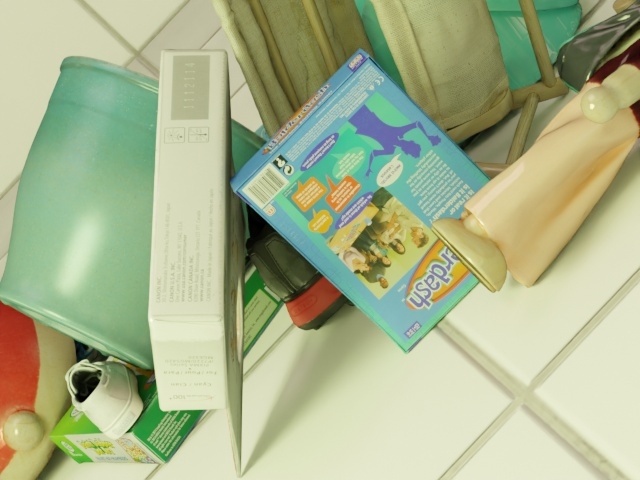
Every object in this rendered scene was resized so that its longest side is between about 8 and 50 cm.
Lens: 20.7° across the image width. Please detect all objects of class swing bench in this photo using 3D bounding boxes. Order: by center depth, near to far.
[{"bbox_3d":[0.062,-0.181,1.581,0.255,0.253,0.165,-6,35,23],"label":"swing bench"}]

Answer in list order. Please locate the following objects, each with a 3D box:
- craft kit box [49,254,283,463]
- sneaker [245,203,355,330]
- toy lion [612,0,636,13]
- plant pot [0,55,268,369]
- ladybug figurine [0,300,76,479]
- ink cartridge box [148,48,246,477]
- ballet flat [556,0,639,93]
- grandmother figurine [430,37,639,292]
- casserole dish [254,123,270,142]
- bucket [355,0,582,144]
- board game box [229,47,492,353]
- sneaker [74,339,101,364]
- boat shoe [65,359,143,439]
[{"bbox_3d":[-0.161,0.129,1.894,0.250,0.061,0.247,-54,16,-24],"label":"craft kit box"},{"bbox_3d":[-0.001,-0.037,1.750,0.098,0.135,0.276,-36,18,36],"label":"sneaker"},{"bbox_3d":[0.326,-0.247,1.630,0.096,0.034,0.100,-24,27,36],"label":"toy lion"},{"bbox_3d":[-0.202,-0.015,1.816,0.255,0.272,0.272,-64,20,-9],"label":"plant pot"},{"bbox_3d":[-0.435,0.197,2.122,0.449,0.162,0.305,-5,59,63],"label":"ladybug figurine"},{"bbox_3d":[-0.107,0.023,1.561,0.261,0.066,0.296,89,180,-53],"label":"ink cartridge box"},{"bbox_3d":[0.297,-0.185,1.508,0.203,0.074,0.074,-34,20,18],"label":"ballet flat"},{"bbox_3d":[0.237,-0.101,1.399,0.342,0.104,0.208,-44,5,1],"label":"grandmother figurine"},{"bbox_3d":[-0.052,-0.125,2.234,0.114,0.037,0.188,-41,17,16],"label":"casserole dish"},{"bbox_3d":[0.121,-0.230,1.793,0.281,0.183,0.281,-39,17,14],"label":"bucket"},{"bbox_3d":[0.053,-0.032,1.479,0.160,0.210,0.047,-44,16,4],"label":"board game box"},{"bbox_3d":[-0.294,0.127,2.220,0.083,0.071,0.191,-18,-13,-41],"label":"sneaker"},{"bbox_3d":[-0.232,0.153,1.807,0.066,0.063,0.184,-46,18,3],"label":"boat shoe"}]
